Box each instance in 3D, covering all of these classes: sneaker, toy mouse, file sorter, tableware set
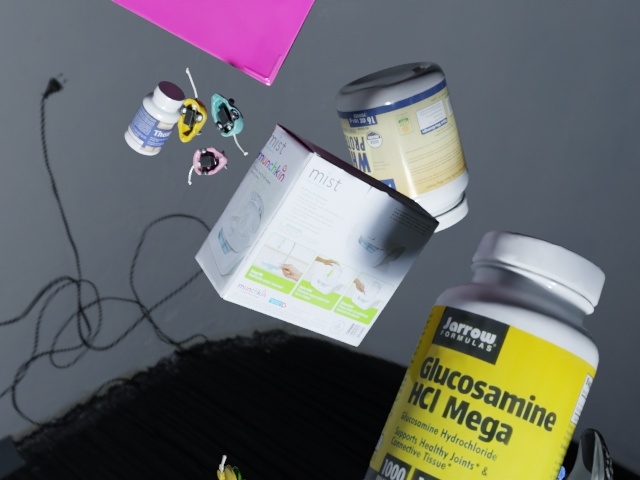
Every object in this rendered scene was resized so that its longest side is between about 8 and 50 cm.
[{"bbox_3d":[0.328,0.378,1.001,0.100,0.108,0.271,52,54,-50],"label":"sneaker"},{"bbox_3d":[-0.142,-0.144,1.043,0.031,0.143,0.161,-9,118,-52],"label":"toy mouse"},{"bbox_3d":[-0.151,-0.397,1.130,0.202,0.291,0.182,-61,-174,13],"label":"file sorter"},{"bbox_3d":[-0.129,0.428,1.204,0.024,0.154,0.104,-9,139,-29],"label":"tableware set"}]

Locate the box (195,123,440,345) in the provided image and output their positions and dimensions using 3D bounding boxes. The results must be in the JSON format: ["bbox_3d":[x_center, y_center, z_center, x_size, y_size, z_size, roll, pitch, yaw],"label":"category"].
[{"bbox_3d":[0.000,0.000,1.070,0.262,0.127,0.231,24,103,-38],"label":"box"}]

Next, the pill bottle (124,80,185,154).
[{"bbox_3d":[-0.275,-0.206,1.254,0.067,0.067,0.120,-16,153,-51],"label":"pill bottle"}]

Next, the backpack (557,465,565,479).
[{"bbox_3d":[0.460,0.503,1.593,0.098,0.101,0.120,34,103,-33],"label":"backpack"}]

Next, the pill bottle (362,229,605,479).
[{"bbox_3d":[0.185,0.167,0.816,0.188,0.188,0.333,39,72,-58],"label":"pill bottle"}]

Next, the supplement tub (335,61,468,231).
[{"bbox_3d":[0.176,-0.186,1.542,0.228,0.228,0.316,-35,116,-40],"label":"supplement tub"}]
